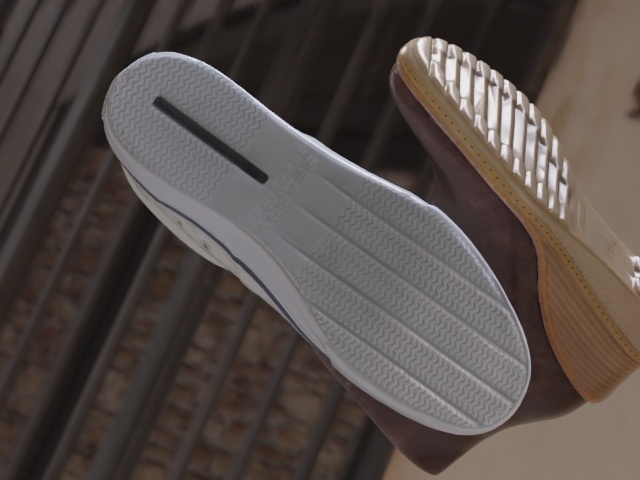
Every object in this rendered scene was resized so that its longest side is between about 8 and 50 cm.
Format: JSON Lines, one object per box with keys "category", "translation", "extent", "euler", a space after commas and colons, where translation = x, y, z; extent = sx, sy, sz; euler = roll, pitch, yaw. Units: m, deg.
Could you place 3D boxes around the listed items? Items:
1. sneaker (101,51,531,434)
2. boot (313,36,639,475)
{"category": "sneaker", "translation": [0.000, 0.000, 0.872], "extent": [0.258, 0.094, 0.091], "euler": [43, -8, 3]}
{"category": "boot", "translation": [0.068, 0.021, 1.017], "extent": [0.207, 0.090, 0.248], "euler": [-32, -73, 30]}
